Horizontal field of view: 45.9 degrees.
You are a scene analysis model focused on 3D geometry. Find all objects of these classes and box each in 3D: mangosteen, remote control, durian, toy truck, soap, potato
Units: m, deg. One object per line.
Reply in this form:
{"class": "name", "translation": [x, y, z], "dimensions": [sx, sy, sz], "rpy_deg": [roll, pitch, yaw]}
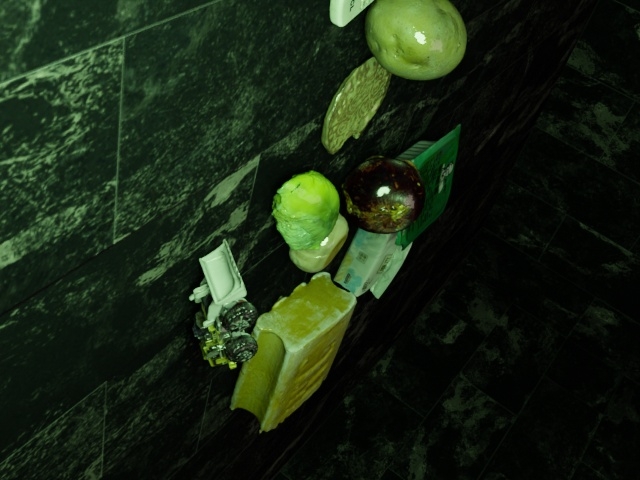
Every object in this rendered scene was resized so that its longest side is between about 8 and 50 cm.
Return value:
{"class": "mangosteen", "translation": [0.143, -0.121, 1.749], "dimensions": [0.217, 0.192, 0.192], "rpy_deg": [-95, -161, -49]}
{"class": "remote control", "translation": [0.080, -0.427, 1.233], "dimensions": [0.190, 0.029, 0.087], "rpy_deg": [-46, 160, -28]}
{"class": "durian", "translation": [-0.026, -0.061, 1.487], "dimensions": [0.139, 0.101, 0.250], "rpy_deg": [-48, 161, -23]}
{"class": "toy truck", "translation": [-0.182, 0.130, 1.380], "dimensions": [0.111, 0.136, 0.286], "rpy_deg": [-16, 143, -15]}
{"class": "soap", "translation": [-0.069, 0.280, 1.910], "dimensions": [0.293, 0.156, 0.335], "rpy_deg": [-31, 149, -45]}
{"class": "potato", "translation": [0.165, -0.361, 1.329], "dimensions": [0.160, 0.178, 0.235], "rpy_deg": [-36, -170, 2]}

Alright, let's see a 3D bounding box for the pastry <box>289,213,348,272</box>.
{"class": "pastry", "translation": [0.000, 0.000, 1.691], "dimensions": [0.156, 0.092, 0.156], "rpy_deg": [-49, 169, -13]}

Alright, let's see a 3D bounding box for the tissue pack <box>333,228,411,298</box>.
{"class": "tissue pack", "translation": [0.165, 0.037, 2.096], "dimensions": [0.159, 0.145, 0.229], "rpy_deg": [-24, 144, -61]}

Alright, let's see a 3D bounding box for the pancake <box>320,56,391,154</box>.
{"class": "pancake", "translation": [0.076, -0.272, 1.501], "dimensions": [0.235, 0.029, 0.212], "rpy_deg": [-30, 149, -55]}

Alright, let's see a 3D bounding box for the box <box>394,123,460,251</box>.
{"class": "box", "translation": [0.249, -0.152, 1.993], "dimensions": [0.336, 0.106, 0.264], "rpy_deg": [-38, 141, -51]}
